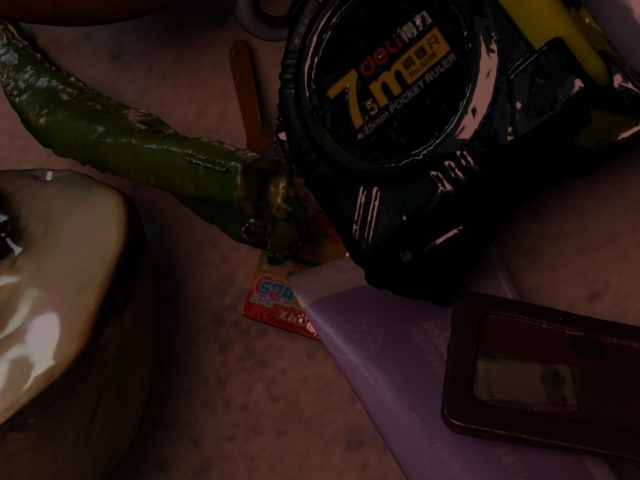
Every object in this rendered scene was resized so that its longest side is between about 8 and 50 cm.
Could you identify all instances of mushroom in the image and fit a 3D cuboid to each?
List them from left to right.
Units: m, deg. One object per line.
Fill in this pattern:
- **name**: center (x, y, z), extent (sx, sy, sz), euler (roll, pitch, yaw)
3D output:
- **mushroom**: center (-0.192, 0.088, 0.794), extent (0.189, 0.164, 0.267), euler (-8, 37, -1)

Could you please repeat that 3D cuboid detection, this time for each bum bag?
- **bum bag**: center (0.143, 0.078, 0.659), extent (0.159, 0.026, 0.109), euler (11, 40, 4)

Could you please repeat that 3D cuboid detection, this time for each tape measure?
- **tape measure**: center (0.072, -0.085, 0.695), extent (0.199, 0.112, 0.186), euler (-39, 65, 22)

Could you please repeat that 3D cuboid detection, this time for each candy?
- **candy**: center (0.000, 0.000, 0.792), extent (0.062, 0.038, 0.122), euler (16, 85, 27)

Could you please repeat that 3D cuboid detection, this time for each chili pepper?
- **chili pepper**: center (-0.141, -0.080, 0.823), extent (0.076, 0.085, 0.359), euler (-49, 48, -11)

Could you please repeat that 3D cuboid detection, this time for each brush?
- **brush**: center (-0.042, -0.070, 0.817), extent (0.043, 0.014, 0.170), euler (-41, 45, 32)

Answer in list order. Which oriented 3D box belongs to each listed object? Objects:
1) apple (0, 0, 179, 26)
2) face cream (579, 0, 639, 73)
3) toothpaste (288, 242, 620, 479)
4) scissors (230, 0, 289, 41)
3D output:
- **apple**: center (-0.163, -0.314, 0.773), extent (0.348, 0.348, 0.277), euler (-14, 45, 21)
- **face cream**: center (0.220, -0.089, 0.691), extent (0.135, 0.086, 0.385), euler (-35, 69, -6)
- **toothpaste**: center (0.106, 0.129, 0.649), extent (0.125, 0.080, 0.371), euler (-20, 53, -11)
- **scissors**: center (0.089, -0.281, 0.714), extent (0.383, 0.256, 0.029), euler (-30, 50, -10)
